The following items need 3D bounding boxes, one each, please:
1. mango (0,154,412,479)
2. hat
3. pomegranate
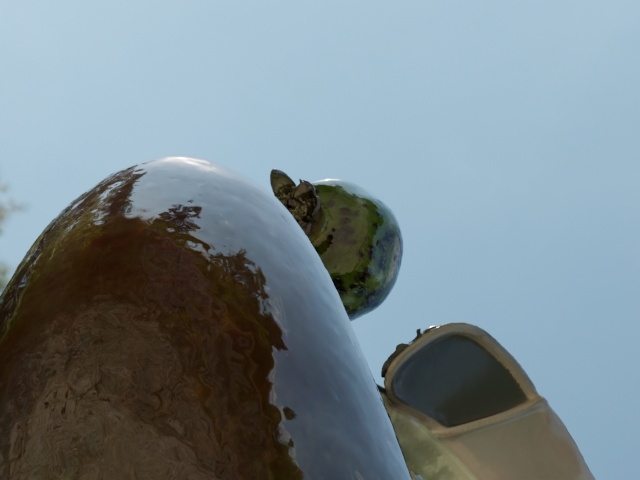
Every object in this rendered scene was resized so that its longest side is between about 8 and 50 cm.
[{"bbox_3d":[-0.024,0.100,0.377,0.111,0.133,0.267,-12,-116,-3],"label":"mango"},{"bbox_3d":[0.095,0.180,1.265,0.232,0.275,0.161,58,-44,39],"label":"hat"},{"bbox_3d":[0.000,0.000,1.441,0.122,0.161,0.122,-12,-124,19],"label":"pomegranate"}]
